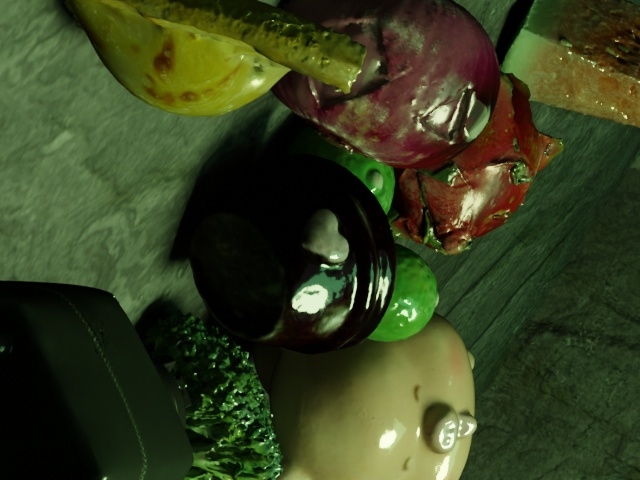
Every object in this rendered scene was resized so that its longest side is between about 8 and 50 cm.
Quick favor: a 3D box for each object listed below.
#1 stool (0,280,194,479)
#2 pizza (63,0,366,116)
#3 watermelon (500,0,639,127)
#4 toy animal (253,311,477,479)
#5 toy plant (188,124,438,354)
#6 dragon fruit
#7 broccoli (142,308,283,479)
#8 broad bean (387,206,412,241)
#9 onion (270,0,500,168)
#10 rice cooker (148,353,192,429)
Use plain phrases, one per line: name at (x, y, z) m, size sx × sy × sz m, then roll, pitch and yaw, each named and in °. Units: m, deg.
stool at (-0.207, 0.130, 1.002) m, size 0.232 × 0.232 × 0.141 m, roll -60°, pitch 164°, yaw 9°
pizza at (-0.070, -0.114, 0.995) m, size 0.188 × 0.204 × 0.080 m, roll 37°, pitch 75°, yaw -80°
watermelon at (0.363, -0.214, 1.951) m, size 0.193 × 0.257 × 0.139 m, roll -55°, pitch 169°, yaw -41°
toy animal at (0.035, 0.136, 1.608) m, size 0.269 × 0.326 × 0.237 m, roll -5°, pitch 107°, yaw -36°
toy plant at (0.000, 0.000, 1.425) m, size 0.175 × 0.218 × 0.235 m, roll -36°, pitch 167°, yaw 38°
dragon fruit at (0.157, -0.086, 1.739) m, size 0.269 × 0.198 × 0.200 m, roll -20°, pitch 119°, yaw -77°
broccoli at (-0.139, 0.167, 1.453) m, size 0.194 × 0.194 × 0.220 m, roll -56°, pitch -173°, yaw -7°
broad bean at (0.103, -0.022, 1.918) m, size 0.065 × 0.046 × 0.254 m, roll -56°, pitch 164°, yaw 18°
onion at (0.064, -0.142, 1.361) m, size 0.200 × 0.201 × 0.207 m, roll -50°, pitch 168°, yaw -23°
rice cooker at (-0.175, 0.162, 1.322) m, size 0.106 × 0.112 × 0.165 m, roll -12°, pitch 133°, yaw -52°
